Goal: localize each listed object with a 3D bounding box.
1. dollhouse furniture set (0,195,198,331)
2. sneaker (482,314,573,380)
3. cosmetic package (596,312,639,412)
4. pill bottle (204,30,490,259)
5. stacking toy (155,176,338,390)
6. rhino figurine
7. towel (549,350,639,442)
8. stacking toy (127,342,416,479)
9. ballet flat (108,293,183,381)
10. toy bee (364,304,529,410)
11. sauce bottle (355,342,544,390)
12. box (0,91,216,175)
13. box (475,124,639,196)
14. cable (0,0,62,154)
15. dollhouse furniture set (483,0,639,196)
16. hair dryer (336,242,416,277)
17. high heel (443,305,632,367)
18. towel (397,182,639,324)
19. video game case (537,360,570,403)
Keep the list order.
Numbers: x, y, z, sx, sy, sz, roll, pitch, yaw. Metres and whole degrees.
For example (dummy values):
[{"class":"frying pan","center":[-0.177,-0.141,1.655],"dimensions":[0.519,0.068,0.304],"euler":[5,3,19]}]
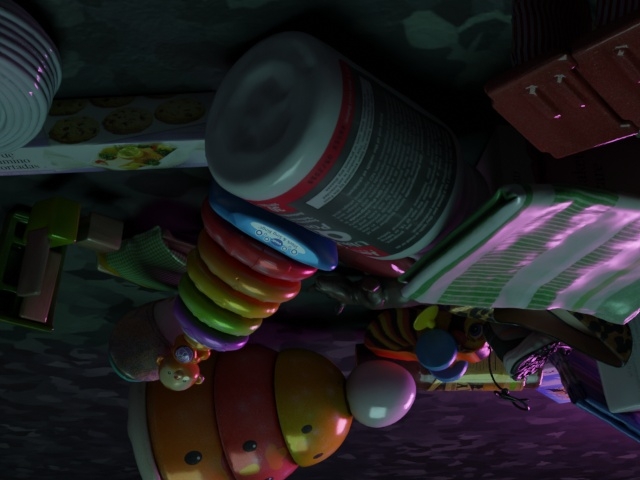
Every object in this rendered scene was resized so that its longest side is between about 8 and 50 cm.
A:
[{"class":"dollhouse furniture set","center":[-0.280,0.063,1.367],"dimensions":[0.301,0.151,0.197],"euler":[19,163,-36]},{"class":"sneaker","center":[0.373,0.137,1.626],"dimensions":[0.271,0.108,0.100],"euler":[-14,142,-43]},{"class":"cosmetic package","center":[0.672,0.140,1.513],"dimensions":[0.453,0.161,0.230],"euler":[-20,163,30]},{"class":"pill bottle","center":[0.045,-0.081,1.069],"dimensions":[0.176,0.176,0.318],"euler":[-20,149,37]},{"class":"stacking toy","center":[-0.123,0.072,1.236],"dimensions":[0.175,0.166,0.302],"euler":[29,108,-14]},{"class":"rhino figurine","center":[0.091,0.070,1.537],"dimensions":[0.243,0.073,0.106],"euler":[-8,152,21]},{"class":"towel","center":[0.480,0.256,1.692],"dimensions":[0.209,0.285,0.034],"euler":[31,104,-12]},{"class":"stacking toy","center":[-0.068,0.295,1.755],"dimensions":[0.480,0.351,0.350],"euler":[-15,153,14]},{"class":"ballet flat","center":[-0.182,0.108,1.391],"dimensions":[0.106,0.107,0.316],"euler":[-40,176,22]},{"class":"toy bee","center":[0.235,0.165,1.695],"dimensions":[0.298,0.162,0.195],"euler":[23,166,8]},{"class":"sauce bottle","center":[0.236,0.226,1.843],"dimensions":[0.344,0.111,0.111],"euler":[0,156,2]},{"class":"box","center":[-0.270,-0.118,1.118],"dimensions":[0.324,0.067,0.063],"euler":[-1,155,5]},{"class":"box","center":[0.313,-0.044,1.190],"dimensions":[0.232,0.149,0.127],"euler":[2,155,-5]},{"class":"cable","center":[-0.387,-0.169,0.974],"dimensions":[0.257,0.089,0.257],"euler":[14,152,-30]},{"class":"dollhouse furniture set","center":[0.304,-0.140,0.867],"dimensions":[0.152,0.201,0.374],"euler":[-20,142,38]},{"class":"hair dryer","center":[0.000,0.000,1.404],"dimensions":[0.293,0.080,0.223],"euler":[13,164,-7]},{"class":"high heel","center":[0.330,0.127,1.488],"dimensions":[0.261,0.186,0.093],"euler":[-8,136,-8]},{"class":"towel","center":[0.281,0.021,1.091],"dimensions":[0.325,0.038,0.248],"euler":[9,148,-24]},{"class":"video game case","center":[0.537,0.253,1.965],"dimensions":[0.244,0.061,0.269],"euler":[-15,152,31]}]
